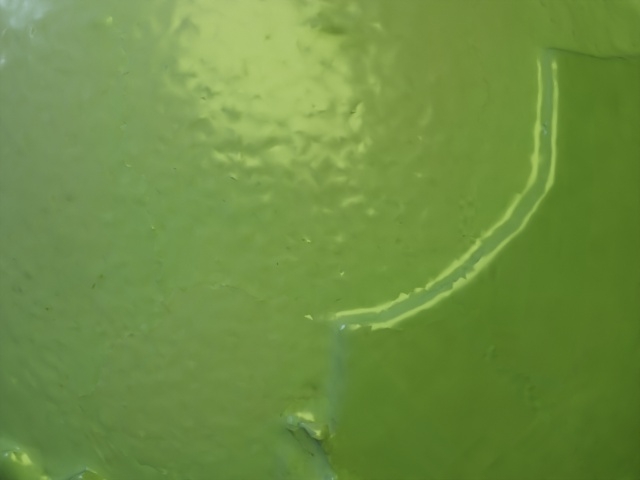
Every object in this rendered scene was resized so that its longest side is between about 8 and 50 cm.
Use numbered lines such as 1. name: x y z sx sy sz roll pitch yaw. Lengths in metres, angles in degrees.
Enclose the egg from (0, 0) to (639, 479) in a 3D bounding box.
1. egg: 0.000 0.000 0.472 0.278 0.336 0.278 -19 50 25
